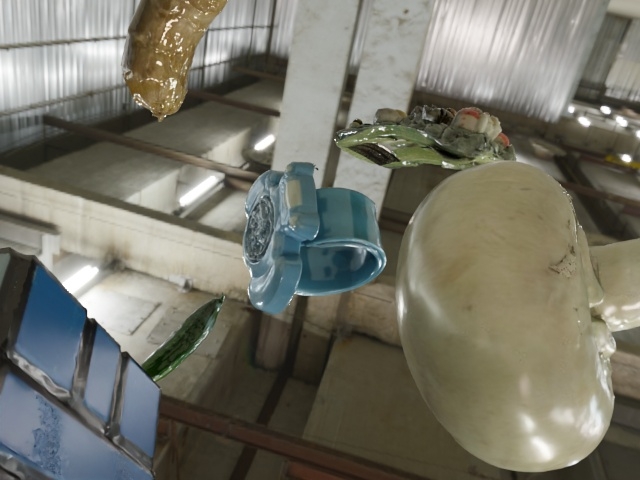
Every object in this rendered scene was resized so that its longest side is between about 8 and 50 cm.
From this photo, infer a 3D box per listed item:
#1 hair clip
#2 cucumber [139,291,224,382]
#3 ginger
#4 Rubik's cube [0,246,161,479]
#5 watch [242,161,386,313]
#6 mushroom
[{"bbox_3d":[0.153,-0.154,0.807,0.138,0.091,0.321,16,-177,-35],"label":"hair clip"},{"bbox_3d":[-0.172,0.128,0.689,0.037,0.037,0.155,32,-109,36],"label":"cucumber"},{"bbox_3d":[-0.152,-0.219,0.563,0.095,0.190,0.069,31,-160,10],"label":"ginger"},{"bbox_3d":[-0.330,0.217,0.466,0.293,0.289,0.284,-16,-132,4],"label":"Rubik's cube"},{"bbox_3d":[0.000,0.000,0.769,0.193,0.211,0.211,13,-158,-32],"label":"watch"},{"bbox_3d":[0.174,0.052,0.446,0.202,0.246,0.246,-14,-162,21],"label":"mushroom"}]
